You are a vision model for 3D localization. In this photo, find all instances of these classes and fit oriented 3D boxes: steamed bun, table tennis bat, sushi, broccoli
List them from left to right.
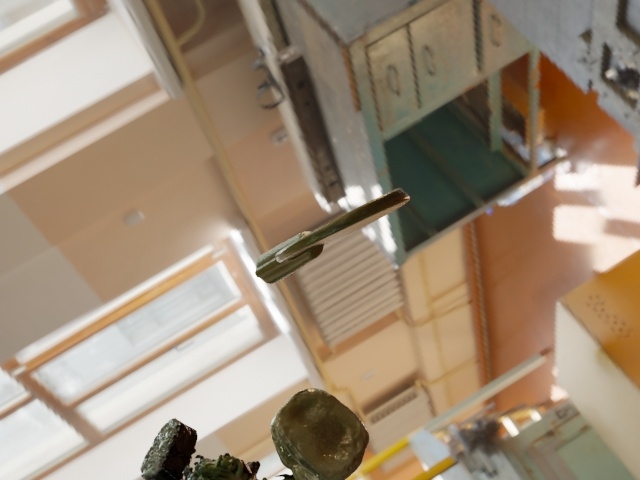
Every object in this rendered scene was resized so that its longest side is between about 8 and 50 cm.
[{"bbox_3d":[-0.322,0.459,1.988,0.090,0.150,0.078,-16,131,41],"label":"sushi"},{"bbox_3d":[-0.155,0.589,1.867,0.334,0.272,0.324,54,128,35],"label":"broccoli"},{"bbox_3d":[-0.007,0.371,1.652,0.172,0.141,0.155,43,145,22],"label":"steamed bun"},{"bbox_3d":[0.000,0.000,1.342,0.321,0.198,0.050,-29,87,51],"label":"table tennis bat"}]
